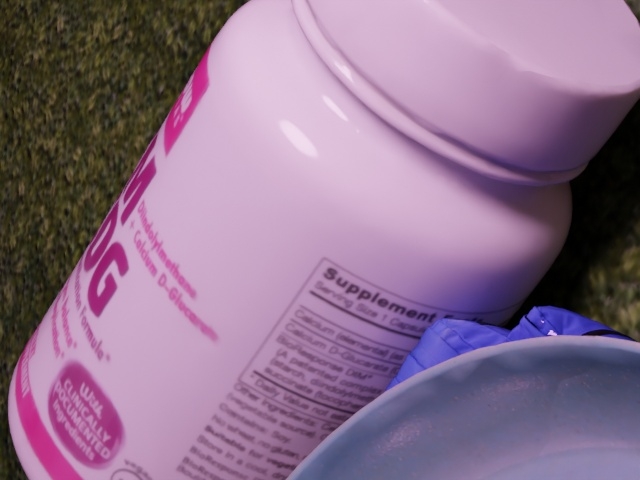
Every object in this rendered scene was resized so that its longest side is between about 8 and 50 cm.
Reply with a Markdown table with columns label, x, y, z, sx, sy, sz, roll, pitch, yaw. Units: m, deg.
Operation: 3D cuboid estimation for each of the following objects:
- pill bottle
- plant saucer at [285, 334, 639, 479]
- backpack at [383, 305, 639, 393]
| label | x | y | z | sx | sy | sz | roll | pitch | yaw |
| --- | --- | --- | --- | --- | --- | --- | --- | --- | --- |
| pill bottle | 0.000 | 0.000 | 0.790 | 0.283 | 0.160 | 0.160 | -55 | 39 | 30 |
| plant saucer | 0.059 | 0.185 | 0.559 | 0.317 | 0.044 | 0.317 | -22 | 59 | 42 |
| backpack | 0.082 | 0.077 | 0.699 | 0.120 | 0.098 | 0.101 | 32 | 87 | 47 |
